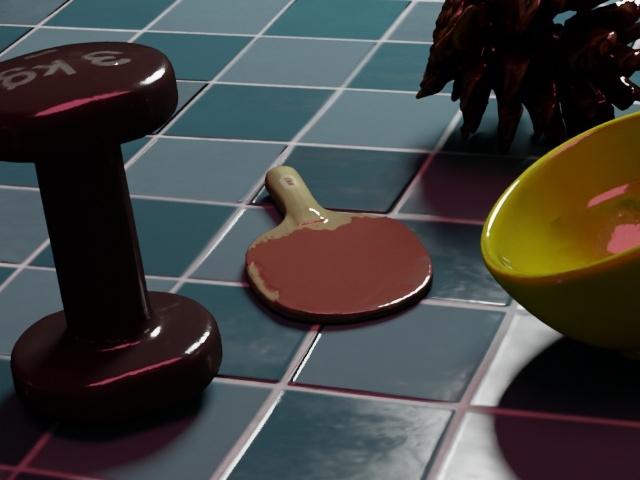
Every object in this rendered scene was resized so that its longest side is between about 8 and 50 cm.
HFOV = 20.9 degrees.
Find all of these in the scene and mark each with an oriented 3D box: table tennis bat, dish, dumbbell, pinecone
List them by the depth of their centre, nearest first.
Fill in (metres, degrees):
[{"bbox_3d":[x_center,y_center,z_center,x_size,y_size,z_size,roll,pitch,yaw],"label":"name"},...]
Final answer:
[{"bbox_3d":[-0.144,-0.005,1.091,0.140,0.225,0.124,-17,26,-17],"label":"dumbbell"},{"bbox_3d":[0.243,-0.004,1.108,0.262,0.108,0.221,-17,23,23],"label":"dish"},{"bbox_3d":[0.000,0.000,1.288,0.131,0.022,0.234,-13,29,-13],"label":"table tennis bat"},{"bbox_3d":[0.179,-0.160,1.403,0.208,0.207,0.207,-4,27,2],"label":"pinecone"}]
